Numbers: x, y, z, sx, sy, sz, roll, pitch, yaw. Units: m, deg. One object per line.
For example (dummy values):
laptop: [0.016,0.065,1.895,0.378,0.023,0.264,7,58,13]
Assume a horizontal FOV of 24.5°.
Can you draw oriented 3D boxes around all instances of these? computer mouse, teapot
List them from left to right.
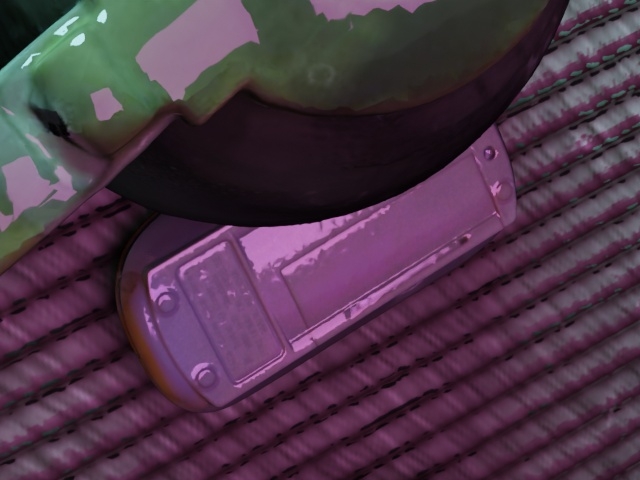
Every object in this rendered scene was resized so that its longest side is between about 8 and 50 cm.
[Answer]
teapot: [-0.052,-0.107,0.507,0.321,0.239,0.240,-15,98,-9]
computer mouse: [0.000,-0.001,0.670,0.199,0.045,0.102,-32,112,-14]
